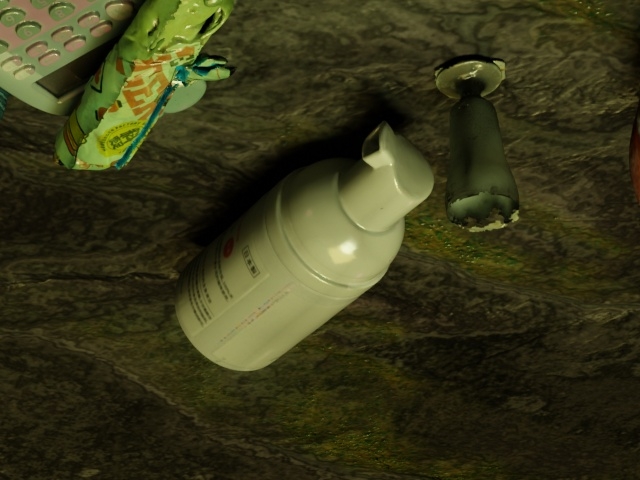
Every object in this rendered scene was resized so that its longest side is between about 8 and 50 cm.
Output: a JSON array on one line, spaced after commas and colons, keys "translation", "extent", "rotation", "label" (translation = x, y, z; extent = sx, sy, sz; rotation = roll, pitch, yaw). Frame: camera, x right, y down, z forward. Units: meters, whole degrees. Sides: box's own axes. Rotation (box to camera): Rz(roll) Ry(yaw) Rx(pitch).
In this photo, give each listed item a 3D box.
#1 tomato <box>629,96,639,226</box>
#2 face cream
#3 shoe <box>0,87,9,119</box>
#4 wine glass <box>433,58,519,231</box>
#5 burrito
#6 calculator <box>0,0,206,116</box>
[{"translation": [0.413, -0.075, 1.602], "extent": [0.265, 0.265, 0.265], "rotation": [-2, 151, -1], "label": "tomato"}, {"translation": [0.000, 0.000, 1.801], "extent": [0.145, 0.145, 0.369], "rotation": [15, 147, -29], "label": "face cream"}, {"translation": [-0.319, -0.120, 1.635], "extent": [0.064, 0.071, 0.143], "rotation": [12, 134, -27], "label": "shoe"}, {"translation": [0.145, -0.091, 1.644], "extent": [0.072, 0.155, 0.072], "rotation": [-2, 150, -1], "label": "wine glass"}, {"translation": [-0.141, -0.141, 1.543], "extent": [0.104, 0.054, 0.288], "rotation": [5, 145, -30], "label": "burrito"}, {"translation": [-0.212, -0.183, 1.545], "extent": [0.185, 0.041, 0.299], "rotation": [-26, 146, 24], "label": "calculator"}]
